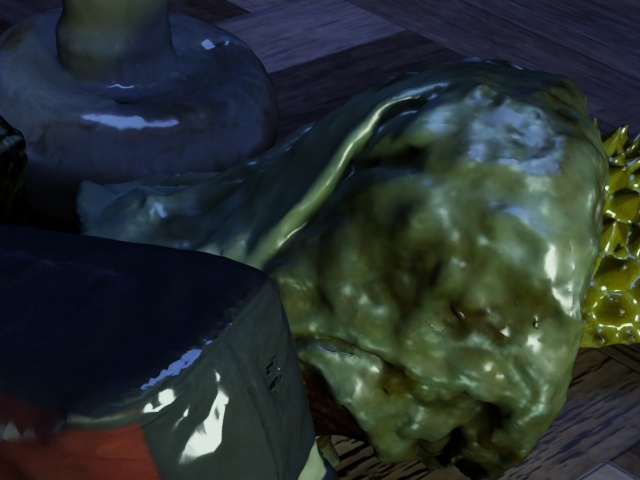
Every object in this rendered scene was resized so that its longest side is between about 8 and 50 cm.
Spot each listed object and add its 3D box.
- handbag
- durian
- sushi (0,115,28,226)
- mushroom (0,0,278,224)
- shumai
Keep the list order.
[{"bbox_3d":[-0.124,0.108,1.016,0.254,0.181,0.181,6,37,34],"label":"handbag"},{"bbox_3d":[0.215,0.011,1.371,0.306,0.166,0.172,-16,67,-28],"label":"durian"},{"bbox_3d":[-0.333,0.019,1.156,0.211,0.170,0.350,24,32,30],"label":"sushi"},{"bbox_3d":[-0.148,-0.132,1.418,0.244,0.243,0.243,7,29,-4],"label":"mushroom"},{"bbox_3d":[0.000,0.000,1.131,0.288,0.292,0.330,16,-9,-11],"label":"shumai"}]
